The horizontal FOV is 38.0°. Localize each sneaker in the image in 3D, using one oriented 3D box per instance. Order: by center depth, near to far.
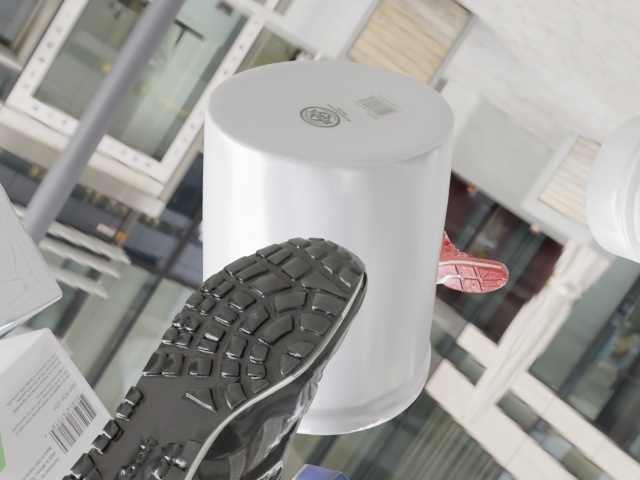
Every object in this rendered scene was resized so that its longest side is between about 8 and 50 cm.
[{"bbox_3d":[-0.063,0.126,0.646,0.107,0.283,0.124,33,167,37],"label":"sneaker"},{"bbox_3d":[0.250,0.022,1.746,0.221,0.128,0.087,4,142,22],"label":"sneaker"}]

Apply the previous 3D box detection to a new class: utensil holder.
[{"bbox_3d":[0.000,0.000,1.213,0.327,0.386,0.328,2,-147,-1],"label":"utensil holder"}]

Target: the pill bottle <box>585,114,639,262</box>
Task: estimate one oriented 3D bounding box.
[{"bbox_3d":[0.469,-0.024,0.962,0.204,0.204,0.361,27,178,-37],"label":"pill bottle"}]

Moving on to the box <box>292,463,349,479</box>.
[{"bbox_3d":[0.043,0.339,1.142,0.136,0.036,0.225,46,165,-2],"label":"box"}]

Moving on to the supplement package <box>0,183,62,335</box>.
[{"bbox_3d":[-0.339,0.016,0.722,0.203,0.149,0.194,-26,94,53],"label":"supplement package"}]

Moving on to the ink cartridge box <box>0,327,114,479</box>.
[{"bbox_3d":[-0.279,0.256,0.904,0.273,0.114,0.198,61,-144,-20],"label":"ink cartridge box"}]
